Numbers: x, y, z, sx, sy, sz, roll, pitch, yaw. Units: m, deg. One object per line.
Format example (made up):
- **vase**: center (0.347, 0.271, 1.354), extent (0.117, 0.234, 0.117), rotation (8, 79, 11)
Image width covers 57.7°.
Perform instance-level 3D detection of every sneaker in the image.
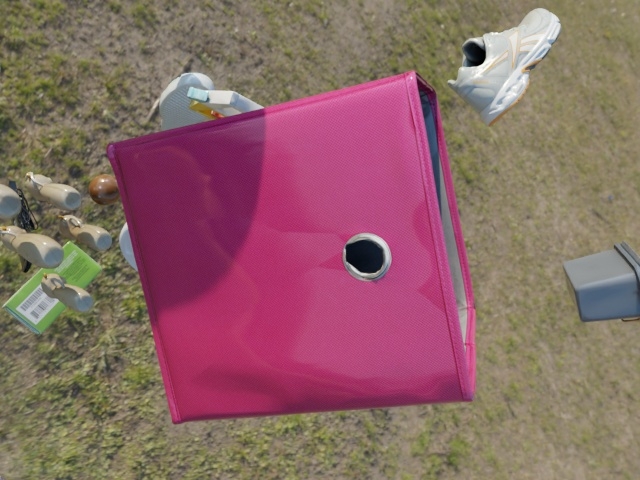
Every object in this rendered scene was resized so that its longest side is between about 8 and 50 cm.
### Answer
- **sneaker**: center (0.306, -0.320, 0.974), extent (0.121, 0.099, 0.262), rotation (36, 64, -5)
- **sneaker**: center (-0.356, -0.388, 1.528), extent (0.135, 0.366, 0.150), rotation (6, 80, -24)

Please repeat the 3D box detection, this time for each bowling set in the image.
- **bowling set**: center (-0.441, -0.034, 0.992), extent (0.200, 0.154, 0.287), rotation (-47, 136, -33)

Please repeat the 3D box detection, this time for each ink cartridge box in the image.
- **ink cartridge box**: center (-0.625, 0.114, 1.337), extent (0.097, 0.255, 0.188), rotation (46, 63, -18)

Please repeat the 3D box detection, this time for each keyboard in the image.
- **keyboard**: center (-0.632, -0.034, 1.245), extent (0.038, 0.100, 0.192), rotation (-10, 72, -38)

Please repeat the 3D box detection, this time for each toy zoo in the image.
- **toy zoo**: center (-0.153, -0.257, 1.245), extent (0.293, 0.192, 0.030), rotation (22, 85, -37)

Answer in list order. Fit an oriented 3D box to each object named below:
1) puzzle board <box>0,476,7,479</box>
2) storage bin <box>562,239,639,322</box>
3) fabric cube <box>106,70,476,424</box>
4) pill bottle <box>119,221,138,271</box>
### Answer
- **puzzle board**: center (-0.728, 0.611, 1.323), extent (0.011, 0.096, 0.128), rotation (2, 62, -13)
- **storage bin**: center (0.397, 0.068, 0.810), extent (0.135, 0.091, 0.098), rotation (-52, 127, -68)
- **fabric cube**: center (0.000, 0.000, 0.563), extent (0.259, 0.258, 0.254), rotation (-34, 114, -72)
- **pill bottle**: center (-0.210, -0.050, 0.895), extent (0.124, 0.124, 0.221), rotation (40, 35, -22)
